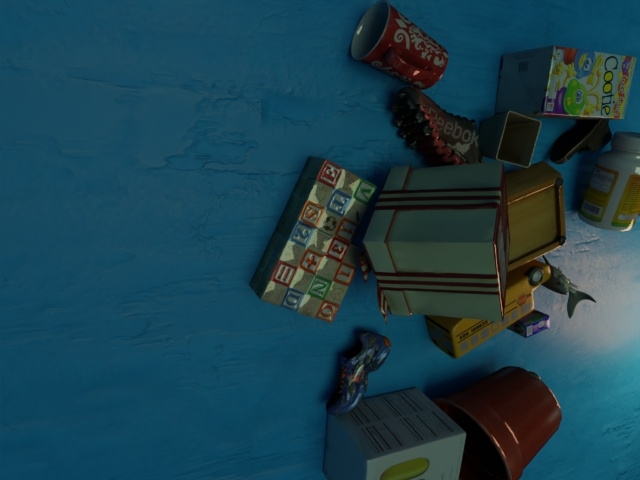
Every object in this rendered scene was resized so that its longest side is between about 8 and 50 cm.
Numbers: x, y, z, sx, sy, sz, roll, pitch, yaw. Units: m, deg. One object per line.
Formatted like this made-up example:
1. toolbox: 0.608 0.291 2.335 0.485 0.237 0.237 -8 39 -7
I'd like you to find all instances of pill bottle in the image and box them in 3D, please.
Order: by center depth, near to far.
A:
1. pill bottle: 0.805 -0.160 1.153 0.137 0.136 0.245 -8 119 -22

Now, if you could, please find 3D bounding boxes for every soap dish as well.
1. soap dish: 0.469 -0.045 1.056 0.291 0.118 0.228 -21 112 -17

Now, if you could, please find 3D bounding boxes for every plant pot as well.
1. plant pot: 0.429 -0.236 1.008 0.109 0.096 0.108 7 100 -26
2. plant pot: 0.470 0.483 1.140 0.265 0.272 0.272 -22 112 -27

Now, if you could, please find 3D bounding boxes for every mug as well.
1. mug: 0.158 -0.357 0.842 0.170 0.113 0.150 15 71 -31

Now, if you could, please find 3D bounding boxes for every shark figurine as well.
1. shark figurine: 0.659 0.131 1.229 0.116 0.166 0.278 -45 139 20

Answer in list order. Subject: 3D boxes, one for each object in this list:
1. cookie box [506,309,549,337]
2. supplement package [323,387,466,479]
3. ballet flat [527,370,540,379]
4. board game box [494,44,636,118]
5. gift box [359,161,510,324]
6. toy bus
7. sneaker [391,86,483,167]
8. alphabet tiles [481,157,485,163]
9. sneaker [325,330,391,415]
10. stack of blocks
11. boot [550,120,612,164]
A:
1. cookie box: 0.552 0.217 1.178 0.092 0.107 0.040 -15 108 -21
2. supplement package: 0.169 0.513 1.031 0.263 0.198 0.199 -2 105 -24
3. ballet flat: 0.599 0.499 1.306 0.073 0.080 0.232 18 99 -55
4. board game box: 0.577 -0.363 1.016 0.276 0.144 0.141 -5 106 -23
5. gift box: 0.229 0.022 0.856 0.255 0.259 0.276 -61 142 -42
6. toy bus: 0.439 0.161 1.111 0.333 0.108 0.130 -26 113 -17
7. sneaker: 0.265 -0.237 0.935 0.276 0.098 0.135 45 77 -24
8. alphabet tiles: 0.347 -0.093 1.059 0.198 0.009 0.237 -33 114 -13
9. sneaker: 0.072 0.306 1.009 0.087 0.083 0.221 34 83 -14
10. stack of blocks: 0.000 0.000 0.880 0.171 0.087 0.296 23 93 -28
11. boot: 0.702 -0.255 1.137 0.219 0.082 0.106 -47 114 -9
